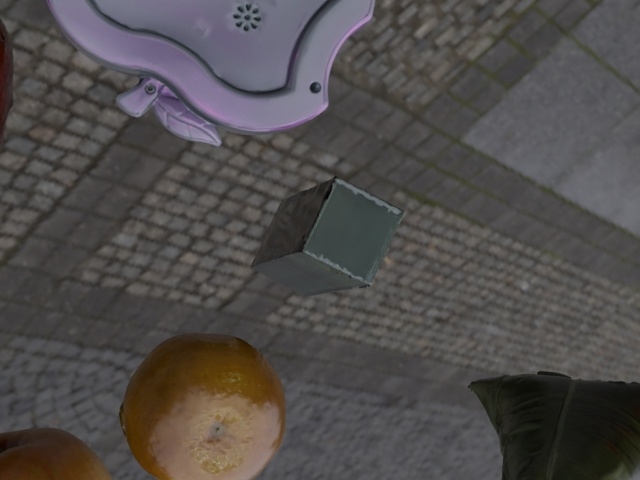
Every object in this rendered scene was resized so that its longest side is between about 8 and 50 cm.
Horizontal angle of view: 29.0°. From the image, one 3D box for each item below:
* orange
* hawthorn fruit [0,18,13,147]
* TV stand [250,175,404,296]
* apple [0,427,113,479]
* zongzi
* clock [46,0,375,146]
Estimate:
[{"bbox_3d":[-0.108,0.158,1.153,0.155,0.134,0.154,-3,104,-13],"label":"orange"},{"bbox_3d":[-0.465,-0.157,1.218,0.300,0.254,0.254,-12,144,-38],"label":"hawthorn fruit"},{"bbox_3d":[0.000,0.000,1.314,0.088,0.083,0.269,-64,-169,-11],"label":"TV stand"},{"bbox_3d":[-0.299,0.305,1.175,0.242,0.241,0.242,-6,178,0],"label":"apple"},{"bbox_3d":[0.089,0.116,0.607,0.154,0.130,0.062,-34,122,-41],"label":"zongzi"},{"bbox_3d":[-0.107,-0.263,1.231,0.338,0.338,0.102,-32,-172,-3],"label":"clock"}]
